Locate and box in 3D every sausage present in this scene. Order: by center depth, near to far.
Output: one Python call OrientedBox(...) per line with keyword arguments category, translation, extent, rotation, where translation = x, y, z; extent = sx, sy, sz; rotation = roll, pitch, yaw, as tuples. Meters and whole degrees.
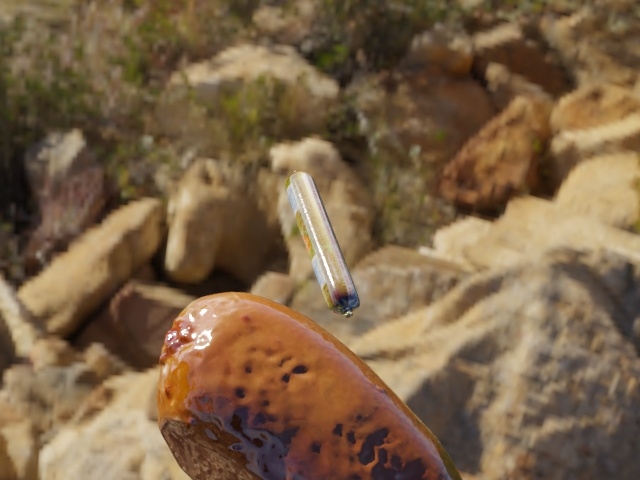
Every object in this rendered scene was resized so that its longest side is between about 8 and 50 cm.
OrientedBox(category="sausage", translation=(0.000, 0.000, 0.733), extent=(0.015, 0.015, 0.100), rotation=(-3, 40, -16))
OrientedBox(category="sausage", translation=(0.000, 0.137, 1.057), extent=(0.258, 0.133, 0.133), rotation=(45, 47, 10))
